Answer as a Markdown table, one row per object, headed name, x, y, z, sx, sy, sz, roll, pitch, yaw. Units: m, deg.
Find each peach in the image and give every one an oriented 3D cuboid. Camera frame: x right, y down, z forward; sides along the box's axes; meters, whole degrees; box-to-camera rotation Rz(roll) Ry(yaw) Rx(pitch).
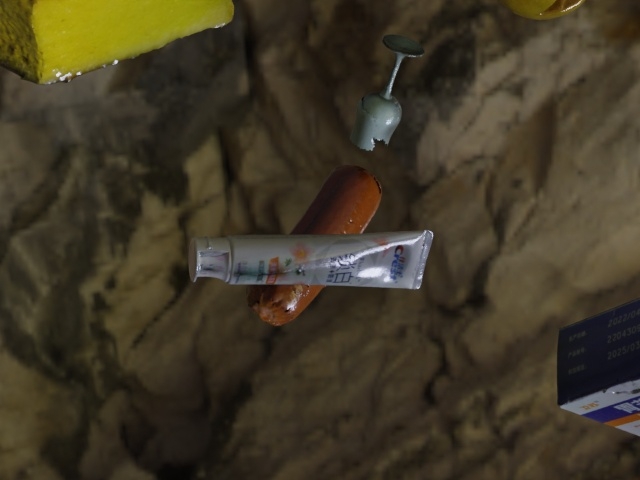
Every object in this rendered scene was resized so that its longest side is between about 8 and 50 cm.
| name | x | y | z | sx | sy | sz | roll | pitch | yaw |
| --- | --- | --- | --- | --- | --- | --- | --- | --- | --- |
| peach | -0.311 | -0.356 | 1.871 | 0.380 | 0.242 | 0.306 | -21 | -127 | -17 |

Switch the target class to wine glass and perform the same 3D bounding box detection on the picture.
| name | x | y | z | sx | sy | sz | roll | pitch | yaw |
| --- | --- | --- | --- | --- | --- | --- | --- | --- | --- |
| wine glass | 0.110 | -0.247 | 2.648 | 0.079 | 0.196 | 0.079 | 14 | -150 | -8 |

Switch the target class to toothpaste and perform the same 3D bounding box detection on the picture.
| name | x | y | z | sx | sy | sz | roll | pitch | yaw |
| --- | --- | --- | --- | --- | --- | --- | --- | --- | --- |
| toothpaste | -0.011 | 0.026 | 2.065 | 0.323 | 0.100 | 0.066 | 0 | -145 | -15 |

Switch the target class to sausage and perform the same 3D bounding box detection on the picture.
| name | x | y | z | sx | sy | sz | roll | pitch | yaw |
| --- | --- | --- | --- | --- | --- | --- | --- | --- | --- |
| sausage | 0.000 | 0.000 | 2.379 | 0.102 | 0.102 | 0.330 | 15 | -131 | 27 |

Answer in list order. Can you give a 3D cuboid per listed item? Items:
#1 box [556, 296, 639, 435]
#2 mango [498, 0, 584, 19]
| name | x | y | z | sx | sy | sz | roll | pitch | yaw |
| --- | --- | --- | --- | --- | --- | --- | --- | --- | --- |
| box | 0.449 | 0.162 | 1.799 | 0.299 | 0.200 | 0.106 | 21 | -120 | -31 |
| mango | 0.345 | -0.486 | 2.602 | 0.253 | 0.182 | 0.365 | 39 | -165 | -1 |
